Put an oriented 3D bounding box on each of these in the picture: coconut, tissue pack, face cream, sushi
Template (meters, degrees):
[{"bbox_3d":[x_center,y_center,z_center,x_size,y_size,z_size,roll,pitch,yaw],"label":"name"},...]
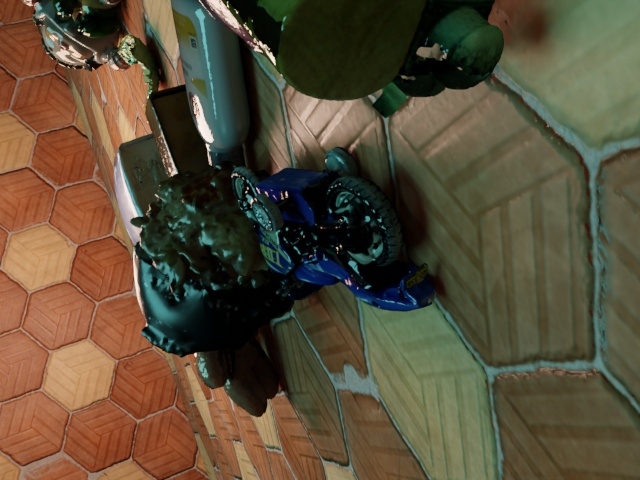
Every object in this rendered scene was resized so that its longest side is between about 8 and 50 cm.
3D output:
[{"bbox_3d":[-0.353,-0.344,1.455,0.158,0.055,0.133,66,158,11],"label":"coconut"},{"bbox_3d":[-0.330,-0.092,1.488,0.198,0.146,0.263,70,160,1],"label":"tissue pack"},{"bbox_3d":[-0.145,-0.204,1.017,0.144,0.071,0.291,47,149,49],"label":"face cream"},{"bbox_3d":[-0.146,0.010,0.989,0.225,0.239,0.218,-76,-5,-53],"label":"sushi"}]

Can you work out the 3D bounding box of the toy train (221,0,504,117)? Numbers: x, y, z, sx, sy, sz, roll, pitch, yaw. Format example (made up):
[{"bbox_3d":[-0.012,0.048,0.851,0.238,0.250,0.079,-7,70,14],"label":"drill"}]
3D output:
[{"bbox_3d":[-0.011,-0.190,0.507,0.307,0.190,0.126,55,153,35],"label":"toy train"}]

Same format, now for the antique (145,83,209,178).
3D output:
[{"bbox_3d":[-0.189,-0.095,1.195,0.309,0.093,0.087,69,160,5],"label":"antique"}]

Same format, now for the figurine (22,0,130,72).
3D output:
[{"bbox_3d":[-0.517,-0.494,1.608,0.281,0.167,0.370,37,156,-16],"label":"figurine"}]

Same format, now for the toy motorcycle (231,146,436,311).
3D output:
[{"bbox_3d":[0.000,0.000,0.779,0.315,0.113,0.168,15,132,57],"label":"toy motorcycle"}]

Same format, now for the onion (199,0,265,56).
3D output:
[{"bbox_3d":[-0.080,-0.282,0.730,0.247,0.111,0.250,67,158,16],"label":"onion"}]

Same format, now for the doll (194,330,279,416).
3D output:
[{"bbox_3d":[-0.141,0.160,1.277,0.303,0.156,0.201,56,-155,-16],"label":"doll"}]
